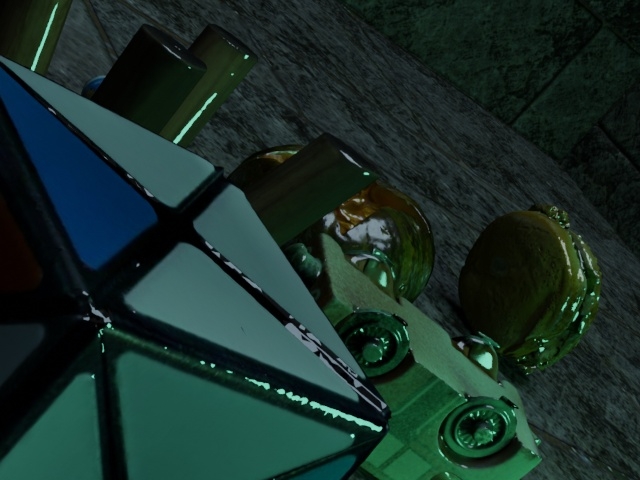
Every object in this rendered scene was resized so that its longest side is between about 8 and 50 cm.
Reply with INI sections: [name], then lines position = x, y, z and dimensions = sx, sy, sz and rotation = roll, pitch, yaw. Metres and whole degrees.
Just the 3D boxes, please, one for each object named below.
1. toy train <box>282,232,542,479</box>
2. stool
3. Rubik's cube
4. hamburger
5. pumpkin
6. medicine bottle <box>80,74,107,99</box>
[toy train]
position = 0.060, 0.127, 1.437
dimensions = 0.326, 0.159, 0.129
rotation = 39, 18, -27
[stool]
position = -0.162, -0.080, 1.266
dimensions = 0.310, 0.226, 0.310
rotation = 27, 13, -45
[Rubik's cube]
position = -0.154, 0.078, 0.857
dimensions = 0.246, 0.248, 0.250
rotation = 25, 22, -46
[hamburger]
position = 0.293, 0.060, 2.083
dimensions = 0.122, 0.215, 0.189
rotation = 10, 19, -38
[pumpkin]
position = 0.000, 0.003, 1.616
dimensions = 0.238, 0.159, 0.238
rotation = 17, 25, -9
[medicine bottle]
position = -0.210, -0.107, 1.594
dimensions = 0.051, 0.051, 0.191
rotation = 32, 17, -33
